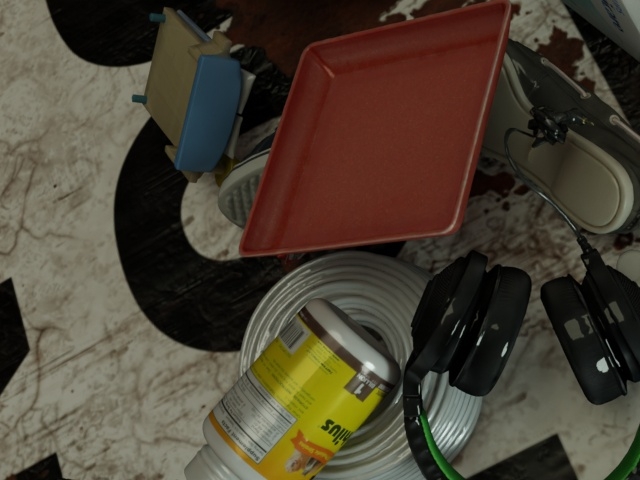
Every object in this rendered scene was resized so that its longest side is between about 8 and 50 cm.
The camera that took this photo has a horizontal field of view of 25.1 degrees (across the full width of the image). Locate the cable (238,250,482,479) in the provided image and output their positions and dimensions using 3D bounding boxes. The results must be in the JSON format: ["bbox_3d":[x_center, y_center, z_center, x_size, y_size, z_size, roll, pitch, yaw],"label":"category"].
[{"bbox_3d":[0.038,0.135,1.478,0.257,0.089,0.257,-3,68,26],"label":"cable"}]

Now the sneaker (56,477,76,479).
[{"bbox_3d":[-0.215,0.340,1.541,0.221,0.083,0.087,29,98,38],"label":"sneaker"}]

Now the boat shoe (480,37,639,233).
[{"bbox_3d":[0.234,-0.122,1.495,0.335,0.095,0.112,50,132,36],"label":"boat shoe"}]

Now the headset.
[{"bbox_3d":[0.203,0.073,1.352,0.243,0.185,0.394,2,99,4],"label":"headset"}]

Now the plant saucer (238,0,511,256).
[{"bbox_3d":[0.061,-0.096,1.386,0.258,0.048,0.259,-7,56,40],"label":"plant saucer"}]

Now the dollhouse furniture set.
[{"bbox_3d":[-0.102,-0.245,1.721,0.286,0.198,0.303,47,127,54],"label":"dollhouse furniture set"}]

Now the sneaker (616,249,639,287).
[{"bbox_3d":[0.330,0.064,1.377,0.054,0.061,0.152,-36,57,12],"label":"sneaker"}]

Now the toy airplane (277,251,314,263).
[{"bbox_3d":[0.000,0.000,1.526,0.151,0.151,0.028,-15,91,21],"label":"toy airplane"}]

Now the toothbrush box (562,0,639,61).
[{"bbox_3d":[0.272,-0.326,1.472,0.126,0.216,0.295,-45,56,5],"label":"toothbrush box"}]

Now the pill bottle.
[{"bbox_3d":[-0.031,0.168,1.379,0.215,0.117,0.117,-49,57,4],"label":"pill bottle"}]

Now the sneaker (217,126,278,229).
[{"bbox_3d":[0.031,-0.105,1.558,0.321,0.126,0.127,-20,42,33],"label":"sneaker"}]
